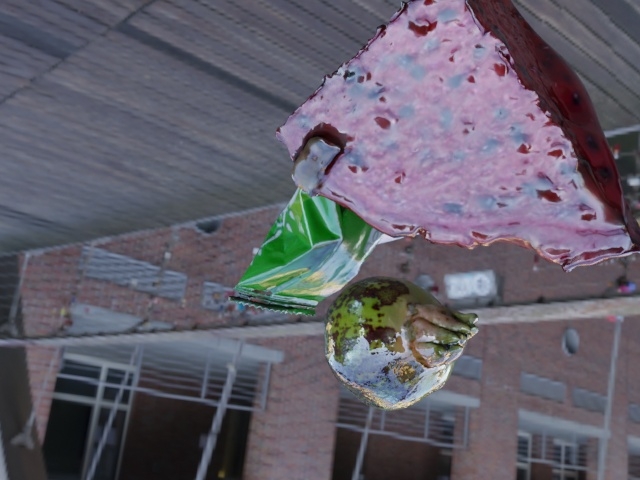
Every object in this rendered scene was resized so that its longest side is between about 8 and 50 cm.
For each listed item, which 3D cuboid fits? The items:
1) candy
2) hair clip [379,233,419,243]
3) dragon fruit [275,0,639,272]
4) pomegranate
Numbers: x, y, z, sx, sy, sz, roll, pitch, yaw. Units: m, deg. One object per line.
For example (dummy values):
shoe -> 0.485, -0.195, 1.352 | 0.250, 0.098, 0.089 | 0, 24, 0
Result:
candy -> 0.001, 0.001, 0.916 | 0.141, 0.203, 0.078 | 24, -164, -36
hair clip -> 0.134, -0.063, 1.032 | 0.101, 0.085, 0.330 | 37, 146, -26
dragon fruit -> 0.139, -0.095, 0.705 | 0.330, 0.302, 0.240 | 48, 177, 19
pomegranate -> 0.131, 0.142, 1.289 | 0.222, 0.204, 0.276 | 5, 141, -33
